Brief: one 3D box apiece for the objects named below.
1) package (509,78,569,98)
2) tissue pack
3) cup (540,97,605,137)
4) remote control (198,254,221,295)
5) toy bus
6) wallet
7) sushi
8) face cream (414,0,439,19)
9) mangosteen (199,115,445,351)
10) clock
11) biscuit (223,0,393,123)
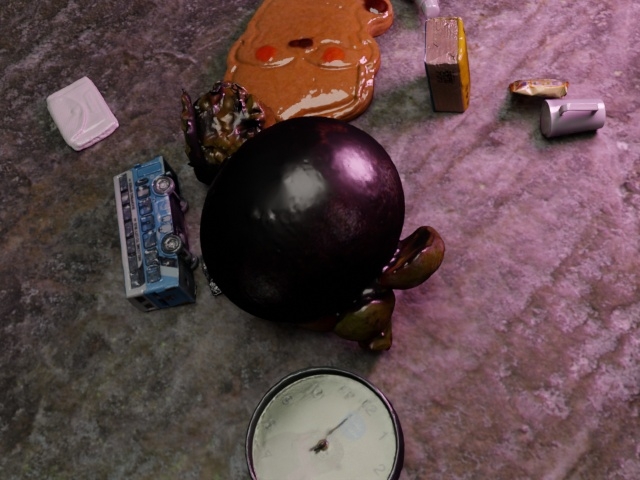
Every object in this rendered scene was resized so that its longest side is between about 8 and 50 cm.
[{"bbox_3d":[0.446,-0.310,1.567,0.120,0.031,0.108,4,20,12],"label":"package"},{"bbox_3d":[0.261,-0.357,1.575,0.082,0.169,0.120,-2,62,15],"label":"tissue pack"},{"bbox_3d":[0.499,-0.250,1.517,0.116,0.104,0.074,-5,79,3],"label":"cup"},{"bbox_3d":[-0.210,0.065,1.524,0.039,0.014,0.096,-24,63,-3],"label":"remote control"},{"bbox_3d":[-0.328,-0.013,1.535,0.130,0.106,0.297,-17,63,5],"label":"toy bus"},{"bbox_3d":[-0.548,-0.292,1.758,0.124,0.032,0.183,-31,61,-9],"label":"wallet"},{"bbox_3d":[-0.178,-0.216,1.562,0.203,0.200,0.213,-13,67,-6],"label":"sushi"},{"bbox_3d":[0.221,-0.604,1.748,0.101,0.101,0.252,-15,61,2],"label":"face cream"},{"bbox_3d":[0.000,0.000,1.336,0.382,0.382,0.435,-40,80,-12],"label":"mangosteen"},{"bbox_3d":[0.006,0.349,1.316,0.280,0.055,0.281,-4,63,8],"label":"clock"},{"bbox_3d":[-0.035,-0.415,1.718,0.349,0.078,0.456,6,64,17],"label":"biscuit"}]
